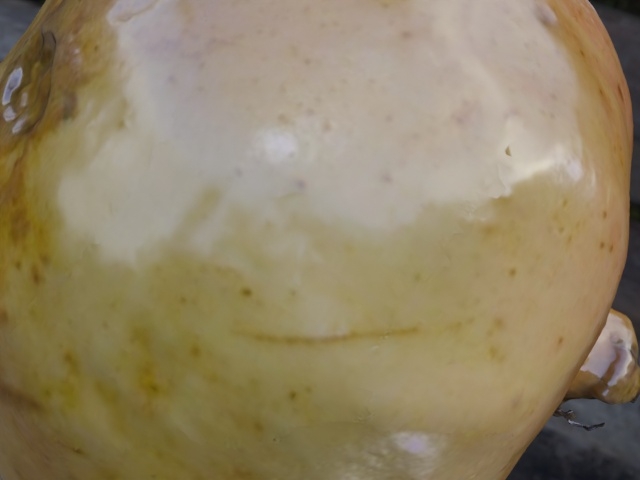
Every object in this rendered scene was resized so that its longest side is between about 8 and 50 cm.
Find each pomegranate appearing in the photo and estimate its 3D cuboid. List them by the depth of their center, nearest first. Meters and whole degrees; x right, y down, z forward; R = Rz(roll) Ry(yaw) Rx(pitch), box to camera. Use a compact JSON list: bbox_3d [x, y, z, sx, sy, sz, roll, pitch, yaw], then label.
[{"bbox_3d":[0.000,0.000,0.636,0.338,0.338,0.338,10,33,-7],"label":"pomegranate"}]
